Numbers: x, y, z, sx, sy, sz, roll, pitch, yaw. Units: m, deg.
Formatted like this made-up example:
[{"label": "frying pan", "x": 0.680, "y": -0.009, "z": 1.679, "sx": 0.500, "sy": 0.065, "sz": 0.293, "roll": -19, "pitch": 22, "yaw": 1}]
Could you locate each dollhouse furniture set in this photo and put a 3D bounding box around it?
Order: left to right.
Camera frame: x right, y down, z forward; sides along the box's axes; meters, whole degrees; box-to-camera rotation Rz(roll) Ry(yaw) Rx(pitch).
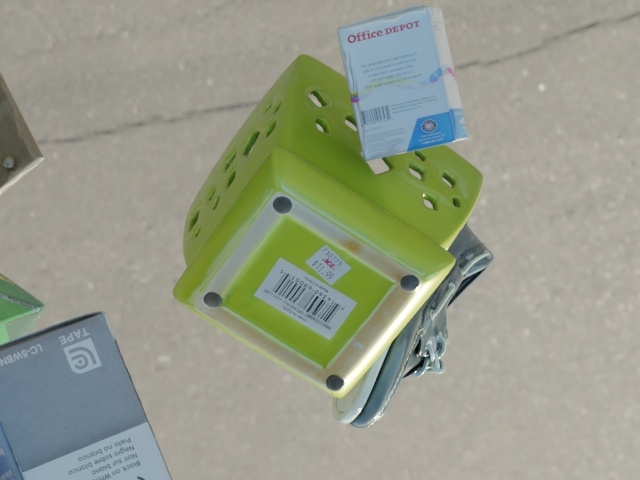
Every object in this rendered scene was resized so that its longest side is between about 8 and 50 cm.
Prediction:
[{"label": "dollhouse furniture set", "x": -0.372, "y": -0.102, "z": 1.397, "sx": 0.144, "sy": 0.123, "sz": 0.151, "roll": -38, "pitch": 147, "yaw": 9}]

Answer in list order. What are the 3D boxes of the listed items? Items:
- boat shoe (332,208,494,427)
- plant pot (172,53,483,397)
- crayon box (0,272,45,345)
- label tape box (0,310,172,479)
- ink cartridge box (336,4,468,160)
[{"label": "boat shoe", "x": 0.107, "y": 0.088, "z": 1.612, "sx": 0.099, "sy": 0.319, "sz": 0.116, "roll": 36, "pitch": 134, "yaw": -7}, {"label": "plant pot", "x": 0.000, "y": 0.000, "z": 1.442, "sx": 0.228, "sy": 0.207, "sz": 0.227, "roll": 32, "pitch": 120, "yaw": -10}, {"label": "crayon box", "x": -0.374, "y": 0.157, "z": 1.357, "sx": 0.278, "sy": 0.081, "sz": 0.165, "roll": -55, "pitch": 175, "yaw": 9}, {"label": "label tape box", "x": -0.168, "y": 0.243, "z": 1.125, "sx": 0.106, "sy": 0.334, "sz": 0.240, "roll": -20, "pitch": 173, "yaw": -24}, {"label": "ink cartridge box", "x": 0.073, "y": -0.140, "z": 1.349, "sx": 0.088, "sy": 0.122, "sz": 0.052, "roll": -11, "pitch": -177, "yaw": 22}]
